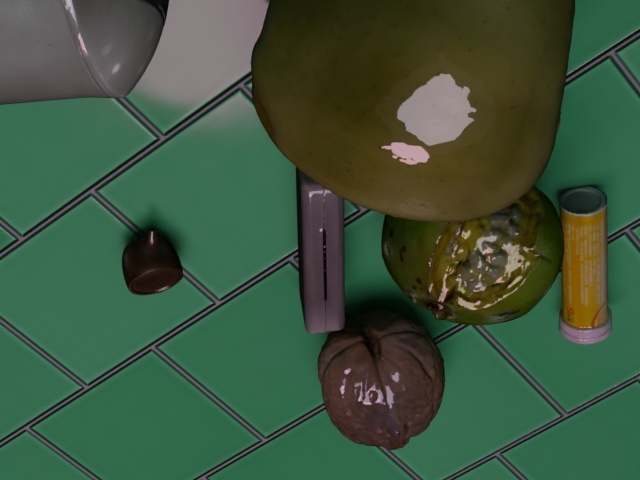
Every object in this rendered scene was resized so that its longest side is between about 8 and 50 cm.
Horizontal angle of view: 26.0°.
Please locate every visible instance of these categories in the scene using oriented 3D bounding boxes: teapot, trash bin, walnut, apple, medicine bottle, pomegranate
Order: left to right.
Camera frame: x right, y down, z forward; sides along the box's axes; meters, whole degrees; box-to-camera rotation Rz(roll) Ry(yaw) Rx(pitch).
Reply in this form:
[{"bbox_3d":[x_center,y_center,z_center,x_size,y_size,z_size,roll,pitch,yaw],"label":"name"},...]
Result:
[{"bbox_3d":[-0.372,-0.268,1.439,0.432,0.280,0.280,-7,128,7],"label":"trash bin"},{"bbox_3d":[-0.225,0.028,1.811,0.076,0.068,0.121,-10,154,-21],"label":"teapot"},{"bbox_3d":[0.086,0.198,1.899,0.178,0.178,0.230,-7,134,3],"label":"walnut"},{"bbox_3d":[0.102,-0.194,1.476,0.357,0.357,0.357,-1,128,-2],"label":"apple"},{"bbox_3d":[0.202,-0.042,1.701,0.236,0.236,0.302,22,91,-19],"label":"pomegranate"},{"bbox_3d":[0.350,0.034,1.836,0.074,0.074,0.218,-7,127,3],"label":"medicine bottle"}]

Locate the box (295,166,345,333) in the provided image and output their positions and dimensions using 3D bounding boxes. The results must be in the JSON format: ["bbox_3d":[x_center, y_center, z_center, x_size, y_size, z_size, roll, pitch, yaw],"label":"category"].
[{"bbox_3d":[0.000,0.000,1.770,0.055,0.103,0.244,-5,128,-4],"label":"box"}]
